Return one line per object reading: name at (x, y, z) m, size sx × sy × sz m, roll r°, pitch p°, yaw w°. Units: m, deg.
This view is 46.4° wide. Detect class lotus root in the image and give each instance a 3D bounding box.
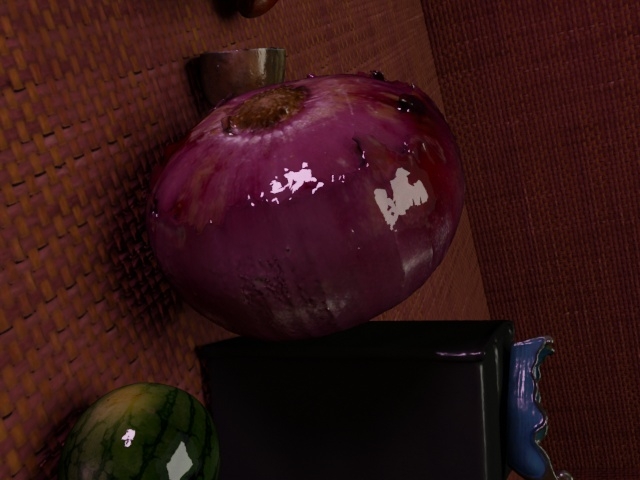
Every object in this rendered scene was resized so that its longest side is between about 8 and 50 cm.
lotus root at (-0.109, -0.223, 1.011) m, size 0.122 × 0.112 × 0.081 m, roll -35°, pitch 130°, yaw -64°

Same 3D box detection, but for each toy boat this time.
toy boat at (0.272, 0.210, 0.919) m, size 0.075 × 0.077 × 0.185 m, roll 56°, pitch 39°, yaw -57°

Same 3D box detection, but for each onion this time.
onion at (-0.006, -0.025, 0.841) m, size 0.345 × 0.358 × 0.358 m, roll 63°, pitch 24°, yaw -8°

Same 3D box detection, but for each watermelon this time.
watermelon at (-0.167, 0.216, 0.657) m, size 0.140 × 0.141 × 0.187 m, roll 63°, pitch 39°, yaw -38°

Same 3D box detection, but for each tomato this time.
tomato at (-0.078, -0.400, 1.093) m, size 0.155 × 0.069 × 0.155 m, roll 180°, pitch -90°, yaw -73°

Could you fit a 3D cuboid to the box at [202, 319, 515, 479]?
box at (0.063, 0.217, 0.954) m, size 0.251 × 0.345 × 0.204 m, roll -3°, pitch 90°, yaw -69°
